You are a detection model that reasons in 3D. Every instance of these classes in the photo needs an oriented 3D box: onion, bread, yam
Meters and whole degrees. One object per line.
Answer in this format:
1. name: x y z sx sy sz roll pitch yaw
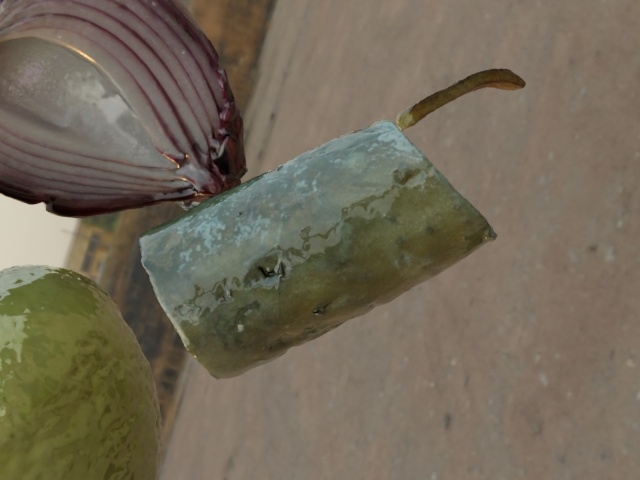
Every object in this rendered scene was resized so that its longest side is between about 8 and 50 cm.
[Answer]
1. onion: -0.181 -0.124 0.981 0.227 0.283 0.120 -45 25 20
2. bread: -0.274 0.160 0.904 0.320 0.320 0.237 -138 28 -79
3. yam: 0.000 0.000 0.694 0.194 0.107 0.107 -26 19 6

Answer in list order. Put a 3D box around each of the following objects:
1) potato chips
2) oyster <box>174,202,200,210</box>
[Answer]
1. potato chips: 0.151 -0.159 1.244 0.204 0.037 0.026 -23 -9 -42
2. oyster: -0.165 -0.076 1.313 0.122 0.146 0.045 60 165 23
